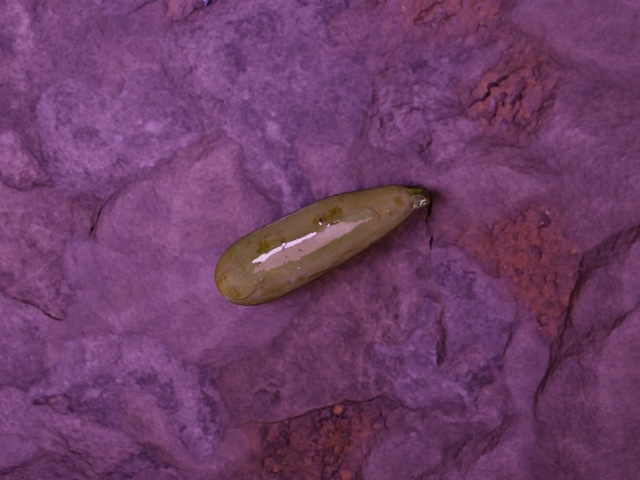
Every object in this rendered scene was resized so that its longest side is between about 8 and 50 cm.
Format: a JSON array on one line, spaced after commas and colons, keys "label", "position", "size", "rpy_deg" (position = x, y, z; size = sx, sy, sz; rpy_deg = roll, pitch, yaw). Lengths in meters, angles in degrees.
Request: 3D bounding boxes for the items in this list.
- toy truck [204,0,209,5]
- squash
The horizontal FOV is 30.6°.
[{"label": "toy truck", "position": [-0.146, -0.408, 1.733], "size": [0.063, 0.074, 0.136], "rpy_deg": [36, 152, -5]}, {"label": "squash", "position": [-0.004, -0.004, 1.836], "size": [0.370, 0.118, 0.118], "rpy_deg": [-26, 106, 15]}]
